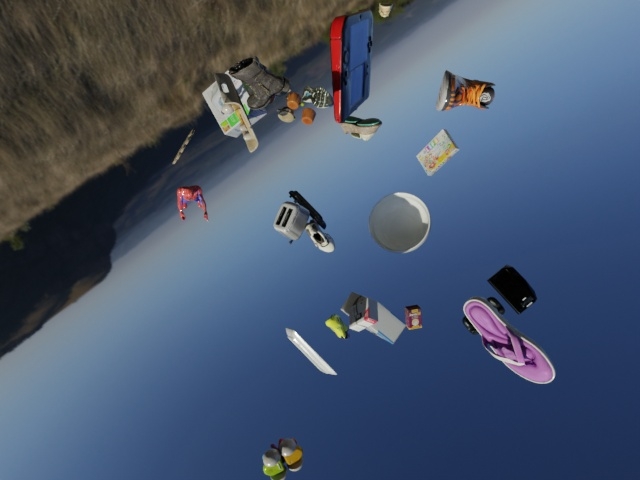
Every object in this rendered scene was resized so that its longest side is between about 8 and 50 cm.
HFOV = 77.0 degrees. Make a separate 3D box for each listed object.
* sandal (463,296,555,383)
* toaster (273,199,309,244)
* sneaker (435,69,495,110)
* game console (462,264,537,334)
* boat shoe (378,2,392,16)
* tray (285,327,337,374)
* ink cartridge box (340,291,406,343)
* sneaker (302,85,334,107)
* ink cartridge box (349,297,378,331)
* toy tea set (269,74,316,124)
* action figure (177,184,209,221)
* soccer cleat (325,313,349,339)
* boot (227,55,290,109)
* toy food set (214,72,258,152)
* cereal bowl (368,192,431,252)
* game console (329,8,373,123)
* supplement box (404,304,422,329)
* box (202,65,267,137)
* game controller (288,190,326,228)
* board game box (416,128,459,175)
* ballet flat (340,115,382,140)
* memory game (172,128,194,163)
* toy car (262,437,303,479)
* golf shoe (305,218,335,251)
[{"bbox_3d":[0.723,0.410,1.600,0.102,0.416,0.169,-23,150,-40],"label":"sandal"},{"bbox_3d":[-0.163,-0.104,2.185,0.129,0.146,0.227,20,-98,30],"label":"toaster"},{"bbox_3d":[0.499,-0.504,1.365,0.180,0.125,0.321,17,-145,14],"label":"sneaker"},{"bbox_3d":[0.842,0.302,1.945,0.361,0.213,0.044,-41,168,6],"label":"game console"},{"bbox_3d":[0.316,-1.120,1.956,0.063,0.059,0.170,1,-147,4],"label":"boat shoe"},{"bbox_3d":[-0.049,0.484,1.735,0.030,0.270,0.145,-46,-172,-20],"label":"tray"},{"bbox_3d":[0.275,0.408,2.160,0.129,0.223,0.307,-54,-164,-10],"label":"ink cartridge box"},{"bbox_3d":[0.005,-0.477,1.341,0.162,0.073,0.063,44,-56,48],"label":"sneaker"},{"bbox_3d":[0.204,0.355,1.922,0.150,0.063,0.109,-40,-142,43],"label":"ink cartridge box"},{"bbox_3d":[-0.163,-0.724,2.062,0.200,0.336,0.124,-6,-120,38],"label":"toy tea set"},{"bbox_3d":[-0.449,-0.116,1.414,0.091,0.139,0.280,-9,178,-16],"label":"action figure"},{"bbox_3d":[0.116,0.536,2.463,0.093,0.289,0.121,-36,-122,2],"label":"soccer cleat"},{"bbox_3d":[-0.273,-0.633,1.605,0.263,0.091,0.229,-14,164,39],"label":"boot"},{"bbox_3d":[-0.390,-0.581,1.848,0.092,0.306,0.220,-23,-122,-2],"label":"toy food set"},{"bbox_3d":[0.446,-0.088,2.225,0.339,0.339,0.141,-32,158,14],"label":"cereal bowl"},{"bbox_3d":[0.127,-0.655,1.495,0.060,0.342,0.386,8,-146,21],"label":"game console"},{"bbox_3d":[0.363,0.299,1.571,0.055,0.083,0.043,-8,-167,-6],"label":"supplement box"},{"bbox_3d":[-0.446,-0.720,2.109,0.231,0.262,0.127,-30,175,22],"label":"box"},{"bbox_3d":[-0.081,-0.190,2.514,0.067,0.166,0.319,-40,-118,-5],"label":"game controller"},{"bbox_3d":[0.456,-0.342,1.572,0.026,0.103,0.154,-1,147,-38],"label":"board game box"},{"bbox_3d":[0.214,-0.568,2.046,0.107,0.106,0.316,-28,-149,-17],"label":"ballet flat"},{"bbox_3d":[-0.616,-0.422,1.811,0.186,0.012,0.186,-43,-150,32],"label":"memory game"},{"bbox_3d":[-0.172,0.929,1.742,0.182,0.159,0.136,-26,-152,-18],"label":"toy car"},{"bbox_3d":[0.000,0.000,2.294,0.105,0.273,0.120,-37,-141,9],"label":"golf shoe"}]
